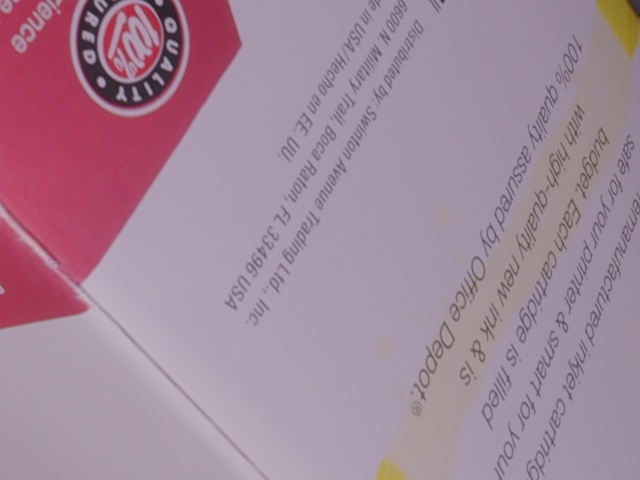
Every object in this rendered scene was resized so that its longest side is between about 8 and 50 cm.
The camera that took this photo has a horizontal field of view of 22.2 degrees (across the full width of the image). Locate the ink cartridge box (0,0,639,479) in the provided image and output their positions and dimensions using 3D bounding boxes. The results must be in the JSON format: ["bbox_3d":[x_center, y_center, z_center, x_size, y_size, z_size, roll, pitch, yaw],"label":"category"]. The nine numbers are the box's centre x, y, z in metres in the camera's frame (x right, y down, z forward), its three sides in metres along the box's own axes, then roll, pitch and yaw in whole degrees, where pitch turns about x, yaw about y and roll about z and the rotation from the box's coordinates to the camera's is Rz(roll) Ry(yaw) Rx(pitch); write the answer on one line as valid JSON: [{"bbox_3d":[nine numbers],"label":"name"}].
[{"bbox_3d":[0.000,0.000,0.586,0.160,0.279,0.385,-12,128,42],"label":"ink cartridge box"}]
